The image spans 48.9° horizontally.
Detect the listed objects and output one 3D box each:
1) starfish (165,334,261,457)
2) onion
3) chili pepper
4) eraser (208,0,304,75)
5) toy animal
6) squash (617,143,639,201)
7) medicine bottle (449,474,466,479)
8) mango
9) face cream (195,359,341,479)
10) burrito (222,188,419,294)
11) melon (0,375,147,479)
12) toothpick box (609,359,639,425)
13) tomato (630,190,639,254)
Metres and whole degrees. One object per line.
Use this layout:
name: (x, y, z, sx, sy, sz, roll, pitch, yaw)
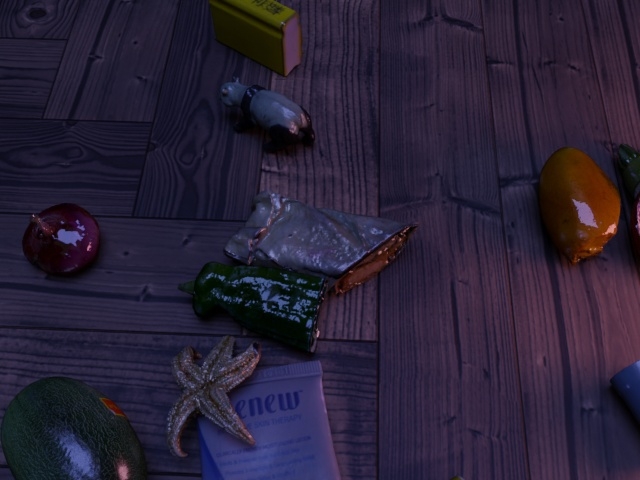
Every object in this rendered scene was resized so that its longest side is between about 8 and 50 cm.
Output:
starfish: (-0.180, 0.252, 1.174, 0.216, 0.071, 0.238, 15, 54, 34)
onion: (-0.501, -0.017, 1.330, 0.150, 0.140, 0.150, -2, 60, 4)
chili pepper: (-0.128, 0.107, 1.274, 0.270, 0.136, 0.099, 12, 15, 12)
eraser: (-0.147, -0.488, 1.602, 0.226, 0.158, 0.069, 31, 62, 17)
toy animal: (-0.120, -0.270, 1.491, 0.225, 0.121, 0.094, 34, 65, 21)
squash: (0.652, -0.140, 1.437, 0.105, 0.105, 0.132, -12, 39, -7)
medicine bottle: (0.143, 0.448, 1.087, 0.218, 0.074, 0.074, -28, 63, -18)
mango: (0.502, -0.082, 1.370, 0.154, 0.126, 0.252, 7, 58, -9)
face cream: (-0.076, 0.388, 1.117, 0.235, 0.137, 0.420, -11, 48, -4)
burrito: (-0.002, 0.012, 1.333, 0.347, 0.107, 0.175, 12, 75, 10)
melon: (-0.377, 0.336, 1.093, 0.182, 0.182, 0.287, -37, 63, -20)
toothpick box: (0.568, 0.277, 1.166, 0.101, 0.101, 0.153, -19, 61, -11)
tomato: (0.687, -0.028, 1.341, 0.225, 0.085, 0.225, 1, 84, -7)
